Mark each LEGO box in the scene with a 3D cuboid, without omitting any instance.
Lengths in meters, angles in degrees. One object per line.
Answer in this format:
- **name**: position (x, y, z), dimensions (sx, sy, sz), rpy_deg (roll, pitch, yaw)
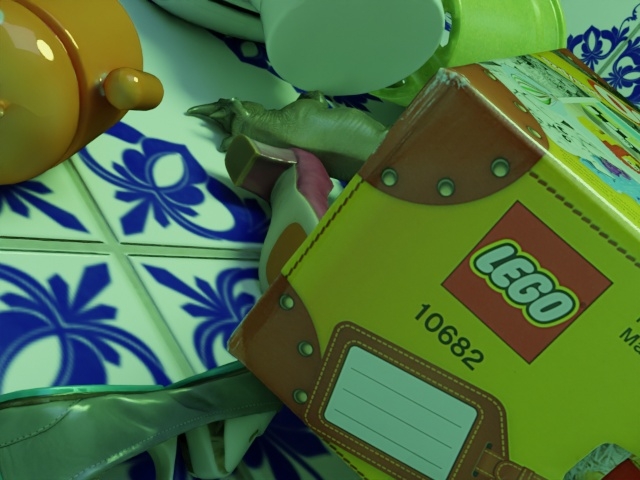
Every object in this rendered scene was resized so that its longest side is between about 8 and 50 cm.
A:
- **LEGO box**: position (0.252, 0.115, 0.512), dimensions (0.500, 0.193, 0.372), rpy_deg (42, 26, 9)

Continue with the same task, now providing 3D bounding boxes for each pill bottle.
- **pill bottle**: position (0.008, -0.376, 0.944), dimensions (0.224, 0.224, 0.392), rpy_deg (14, 55, -39)

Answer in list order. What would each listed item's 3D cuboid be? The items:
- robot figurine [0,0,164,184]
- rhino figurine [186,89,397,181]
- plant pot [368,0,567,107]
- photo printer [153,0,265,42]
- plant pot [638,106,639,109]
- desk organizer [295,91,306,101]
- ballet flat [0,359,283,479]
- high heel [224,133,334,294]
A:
- **robot figurine**: position (-0.199, -0.114, 0.567), dimensions (0.158, 0.128, 0.219), rpy_deg (41, 25, -8)
- **rhino figurine**: position (-0.012, -0.107, 0.833), dimensions (0.243, 0.073, 0.106), rpy_deg (12, 25, -8)
- **plant pot**: position (0.160, -0.275, 1.133), dimensions (0.276, 0.276, 0.254), rpy_deg (47, 28, 20)
- **photo printer**: position (-0.157, -0.377, 1.091), dimensions (0.256, 0.107, 0.307), rpy_deg (1, 43, -51)
- **plant pot**: position (0.332, 0.040, 0.863), dimensions (0.272, 0.271, 0.255), rpy_deg (36, 41, -2)
- **desk organizer**: position (0.024, -0.111, 0.943), dimensions (0.130, 0.047, 0.050), rpy_deg (41, 23, 7)
- **ballet flat**: position (-0.080, 0.103, 0.446), dimensions (0.213, 0.072, 0.068), rpy_deg (0, 71, -51)
- **high heel**: position (0.000, 0.000, 0.701), dimensions (0.117, 0.082, 0.244), rpy_deg (20, 22, -36)
